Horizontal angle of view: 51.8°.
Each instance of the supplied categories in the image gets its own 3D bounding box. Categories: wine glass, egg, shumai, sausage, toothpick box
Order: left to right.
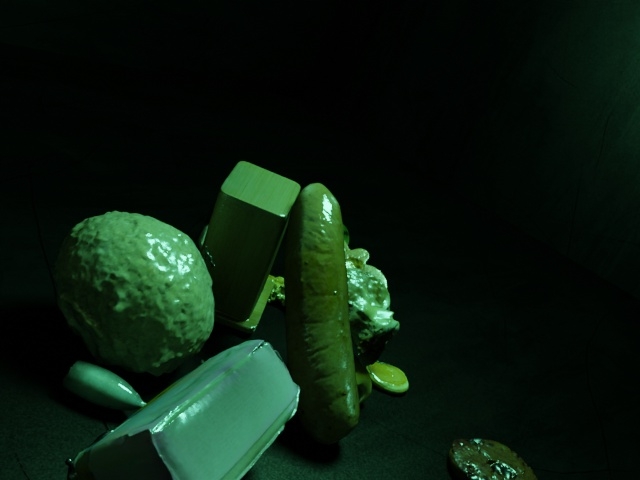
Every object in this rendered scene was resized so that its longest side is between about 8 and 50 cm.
[{"bbox_3d":[-0.314,0.251,1.062,0.198,0.066,0.066,24,20,3],"label":"wine glass"},{"bbox_3d":[-0.331,0.088,1.177,0.310,0.279,0.279,47,26,13],"label":"egg"},{"bbox_3d":[-0.168,0.010,1.411,0.190,0.308,0.187,22,33,0],"label":"toothpick box"},{"bbox_3d":[-0.002,0.122,1.237,0.123,0.501,0.136,-15,-19,33],"label":"sausage"},{"bbox_3d":[0.092,0.158,1.357,0.209,0.161,0.153,47,-4,-39],"label":"shumai"}]

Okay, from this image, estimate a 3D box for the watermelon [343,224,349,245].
[{"bbox_3d":[0.000,0.000,1.902,0.140,0.141,0.187,35,24,29],"label":"watermelon"}]

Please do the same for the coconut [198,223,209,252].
[{"bbox_3d":[-0.257,0.003,1.668,0.110,0.110,0.124,34,19,26],"label":"coconut"}]

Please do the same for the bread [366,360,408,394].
[{"bbox_3d":[0.149,0.304,1.479,0.110,0.025,0.110,20,21,-8],"label":"bread"}]

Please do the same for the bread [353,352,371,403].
[{"bbox_3d":[0.029,0.264,1.365,0.134,0.085,0.173,6,26,-39],"label":"bread"}]

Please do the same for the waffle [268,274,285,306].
[{"bbox_3d":[-0.110,0.129,1.597,0.194,0.051,0.149,16,22,-17],"label":"waffle"}]

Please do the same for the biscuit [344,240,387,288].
[{"bbox_3d":[0.079,0.101,1.775,0.184,0.035,0.249,-39,65,-24],"label":"biscuit"}]

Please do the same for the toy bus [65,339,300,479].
[{"bbox_3d":[-0.158,0.275,0.948,0.171,0.162,0.386,62,23,-2],"label":"toy bus"}]

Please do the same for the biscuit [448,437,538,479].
[{"bbox_3d":[0.342,0.452,1.292,0.192,0.049,0.192,22,16,-7],"label":"biscuit"}]
